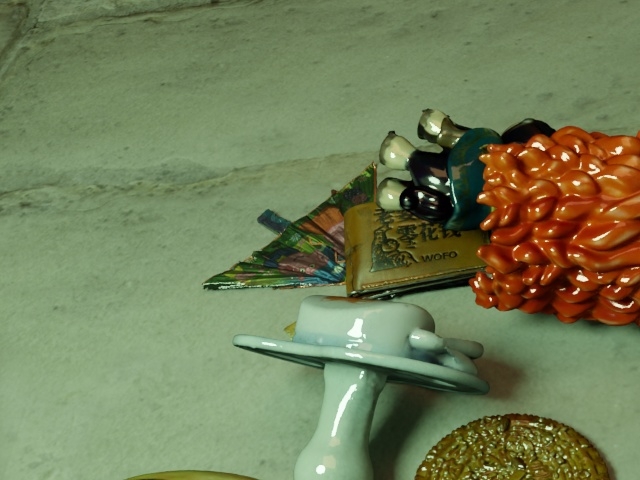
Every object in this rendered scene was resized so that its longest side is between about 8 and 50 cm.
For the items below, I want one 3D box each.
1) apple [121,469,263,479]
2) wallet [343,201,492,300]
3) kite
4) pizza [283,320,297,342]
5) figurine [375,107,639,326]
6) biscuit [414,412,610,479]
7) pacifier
[{"bbox_3d":[-0.082,0.373,0.879,0.346,0.391,0.391,15,48,21],"label":"apple"},{"bbox_3d":[0.127,0.002,1.482,0.195,0.042,0.161,-7,41,5],"label":"wallet"},{"bbox_3d":[0.000,0.000,1.552,0.321,0.016,0.234,-37,44,-23],"label":"kite"},{"bbox_3d":[0.020,0.120,1.402,0.123,0.026,0.108,-16,42,-1],"label":"pizza"},{"bbox_3d":[0.258,-0.048,1.359,0.306,0.241,0.412,5,18,-31],"label":"figurine"},{"bbox_3d":[0.195,0.233,1.215,0.206,0.025,0.126,-9,40,7],"label":"biscuit"},{"bbox_3d":[0.038,0.181,1.231,0.299,0.244,0.233,3,73,46],"label":"pacifier"}]
